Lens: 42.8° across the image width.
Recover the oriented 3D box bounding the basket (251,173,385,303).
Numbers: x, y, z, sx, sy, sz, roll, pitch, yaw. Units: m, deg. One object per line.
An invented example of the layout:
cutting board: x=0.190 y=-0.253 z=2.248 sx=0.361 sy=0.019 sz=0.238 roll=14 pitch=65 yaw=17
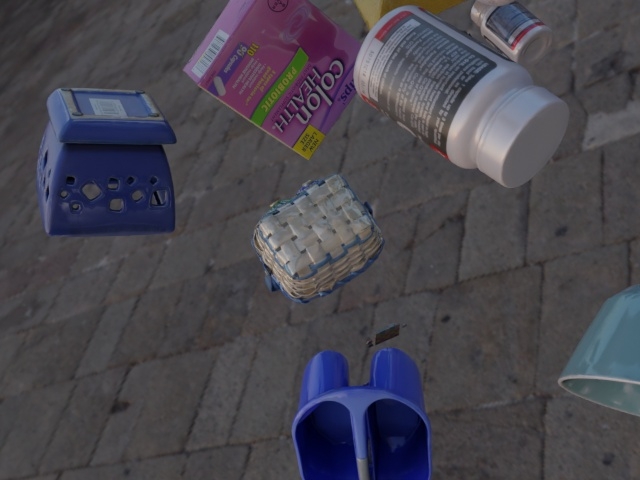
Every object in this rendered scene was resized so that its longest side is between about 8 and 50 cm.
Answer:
basket: x=0.000 y=0.000 z=1.585 sx=0.254 sy=0.289 sz=0.201 roll=-32 pitch=72 yaw=-9

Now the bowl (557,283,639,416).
bowl: x=0.514 y=0.164 z=1.177 sx=0.311 sy=0.311 sz=0.163 roll=-1 pitch=69 yaw=47

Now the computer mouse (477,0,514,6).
computer mouse: x=0.368 y=-0.465 z=1.468 sx=0.193 sy=0.106 sz=0.042 roll=-21 pitch=64 yaw=26

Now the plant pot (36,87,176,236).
plant pot: x=-0.390 y=-0.152 z=1.495 sx=0.236 sy=0.235 sz=0.212 roll=-128 pitch=43 yaw=-53

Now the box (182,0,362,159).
box: x=-0.066 y=-0.296 z=1.381 sx=0.214 sy=0.243 sz=0.117 roll=-54 pitch=32 yaw=7

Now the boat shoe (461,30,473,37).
boat shoe: x=0.326 y=-0.445 z=1.900 sx=0.084 sy=0.079 sz=0.233 roll=-7 pitch=33 yaw=-26

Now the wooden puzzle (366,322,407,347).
wooden puzzle: x=0.122 y=0.171 z=1.506 sx=0.083 sy=0.049 sz=0.006 roll=-22 pitch=59 yaw=-10

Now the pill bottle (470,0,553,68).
pill bottle: x=0.422 y=-0.475 z=1.824 sx=0.108 sy=0.108 sz=0.180 roll=-39 pitch=59 yaw=4

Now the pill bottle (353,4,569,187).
pill bottle: x=0.195 y=-0.203 z=1.159 sx=0.161 sy=0.161 sz=0.283 roll=-45 pitch=58 yaw=-5

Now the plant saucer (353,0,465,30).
plant saucer: x=0.208 y=-0.652 z=1.848 sx=0.332 sy=0.081 sz=0.333 roll=-25 pitch=60 yaw=3

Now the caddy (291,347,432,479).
caddy: x=0.077 y=0.351 z=1.467 sx=0.241 sy=0.341 sz=0.179 roll=-4 pitch=39 yaw=5
